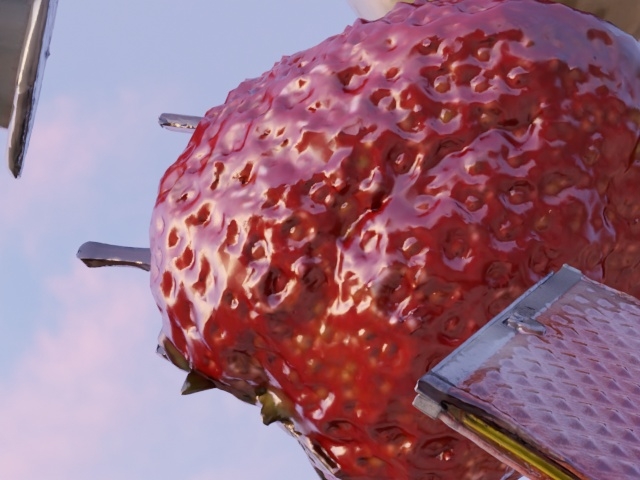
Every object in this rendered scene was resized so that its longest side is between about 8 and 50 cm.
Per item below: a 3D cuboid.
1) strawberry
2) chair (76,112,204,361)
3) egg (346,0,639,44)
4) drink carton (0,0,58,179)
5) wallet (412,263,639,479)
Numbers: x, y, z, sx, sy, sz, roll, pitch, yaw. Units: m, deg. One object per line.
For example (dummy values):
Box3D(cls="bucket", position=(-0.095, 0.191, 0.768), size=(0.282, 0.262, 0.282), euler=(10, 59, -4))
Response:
Box3D(cls="strawberry", position=(0.064, -0.006, 1.029), size=(0.257, 0.257, 0.277), euler=(26, -53, -37))
Box3D(cls="chair", position=(0.000, 0.000, 1.516), size=(0.319, 0.186, 0.160), euler=(4, -37, 36))
Box3D(cls="egg", position=(0.108, -0.180, 1.190), size=(0.242, 0.186, 0.186), euler=(12, -20, 42))
Box3D(cls="drink carton", position=(-0.262, -0.159, 1.298), size=(0.189, 0.191, 0.185), euler=(13, -37, -11))
Box3D(cls="wallet", position=(0.114, 0.058, 0.814), size=(0.103, 0.196, 0.020), euler=(31, -68, 14))
